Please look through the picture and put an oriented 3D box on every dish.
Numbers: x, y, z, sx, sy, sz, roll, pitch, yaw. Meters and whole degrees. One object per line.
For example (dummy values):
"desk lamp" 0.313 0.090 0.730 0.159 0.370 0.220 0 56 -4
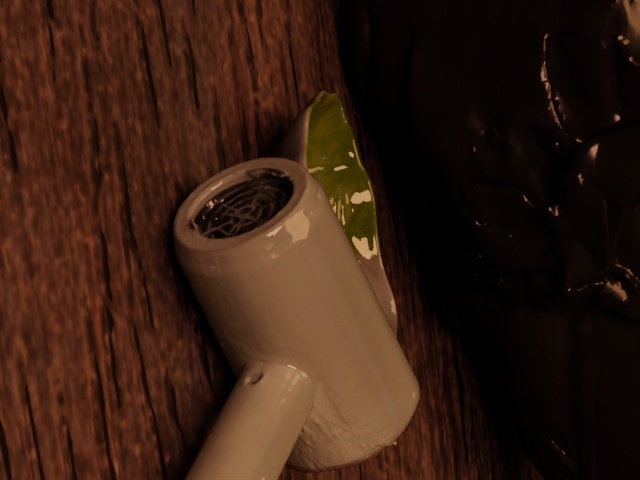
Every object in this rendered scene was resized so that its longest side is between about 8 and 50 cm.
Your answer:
"dish" 0.000 0.000 0.869 0.091 0.039 0.137 -64 141 -63

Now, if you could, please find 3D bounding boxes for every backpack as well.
"backpack" 0.192 -0.031 1.071 0.363 0.255 0.446 -57 138 -47

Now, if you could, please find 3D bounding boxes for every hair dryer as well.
"hair dryer" -0.042 0.087 0.742 0.236 0.073 0.131 -60 137 -40
